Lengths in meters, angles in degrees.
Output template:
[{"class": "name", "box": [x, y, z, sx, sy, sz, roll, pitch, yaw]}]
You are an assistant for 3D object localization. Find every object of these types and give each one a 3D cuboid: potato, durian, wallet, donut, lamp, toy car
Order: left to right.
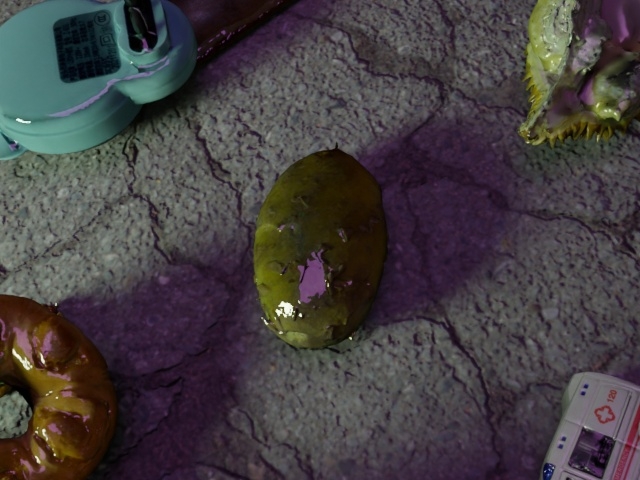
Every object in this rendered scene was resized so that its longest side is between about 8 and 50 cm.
[{"class": "donut", "box": [-0.317, 0.169, 0.802, 0.226, 0.114, 0.226, 6, 71, -18]}, {"class": "lamp", "box": [-0.292, -0.214, 0.998, 0.284, 0.147, 0.209, -23, 64, 16]}, {"class": "wallet", "box": [-0.144, -0.324, 1.106, 0.255, 0.031, 0.137, -38, 66, -13]}, {"class": "potato", "box": [0.000, 0.000, 0.884, 0.149, 0.113, 0.251, 4, 66, 12]}, {"class": "durian", "box": [0.318, -0.228, 0.934, 0.172, 0.166, 0.306, 20, 77, 18]}, {"class": "toy car", "box": [0.258, 0.230, 0.757, 0.108, 0.089, 0.210, 23, 66, 17]}]

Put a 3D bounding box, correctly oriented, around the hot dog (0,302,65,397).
[{"class": "hot dog", "box": [-0.338, 0.124, 0.899, 0.056, 0.041, 0.133, 30, 71, 19]}]
